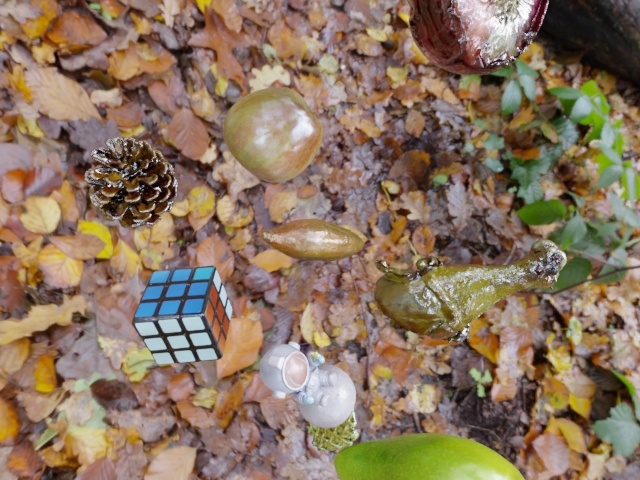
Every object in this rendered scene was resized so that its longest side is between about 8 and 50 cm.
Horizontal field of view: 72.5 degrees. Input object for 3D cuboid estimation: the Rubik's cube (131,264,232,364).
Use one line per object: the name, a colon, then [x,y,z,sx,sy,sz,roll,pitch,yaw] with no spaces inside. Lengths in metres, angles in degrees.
Rubik's cube: [-0.308,0.170,1.004,0.162,0.163,0.161,-7,38,5]

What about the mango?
mango: [0.178,0.418,0.752,0.192,0.343,0.156,64,35,-32]

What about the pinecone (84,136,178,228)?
pinecone: [-0.354,-0.116,0.809,0.162,0.165,0.163,2,66,-5]

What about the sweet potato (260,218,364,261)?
sweet potato: [0.000,0.000,0.333,0.095,0.034,0.034,2,76,-34]

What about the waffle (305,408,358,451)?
waffle: [0.026,0.508,1.246,0.036,0.183,0.169,14,52,-50]

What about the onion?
onion: [0.238,-0.418,0.735,0.272,0.195,0.272,-6,103,-27]

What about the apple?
apple: [-0.125,-0.292,1.195,0.257,0.234,0.257,46,20,-22]

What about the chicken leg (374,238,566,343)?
chicken leg: [0.291,0.119,0.880,0.361,0.211,0.140,-5,37,11]

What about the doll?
doll: [-0.033,0.322,0.988,0.287,0.151,0.151,46,60,-39]
